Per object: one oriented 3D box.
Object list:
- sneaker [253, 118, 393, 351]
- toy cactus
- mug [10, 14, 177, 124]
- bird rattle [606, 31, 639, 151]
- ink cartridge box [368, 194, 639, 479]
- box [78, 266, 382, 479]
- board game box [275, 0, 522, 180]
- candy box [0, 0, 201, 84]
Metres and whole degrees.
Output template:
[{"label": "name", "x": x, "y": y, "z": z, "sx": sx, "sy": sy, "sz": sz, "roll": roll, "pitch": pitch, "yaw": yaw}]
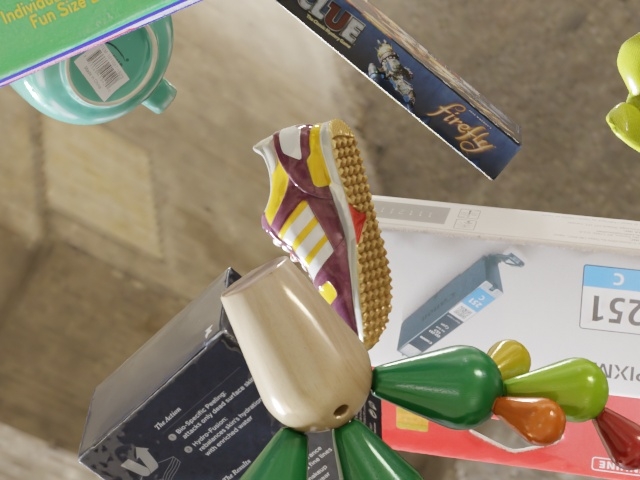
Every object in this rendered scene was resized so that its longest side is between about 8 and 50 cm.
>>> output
[{"label": "sneaker", "x": 0.000, "y": 0.000, "z": 1.323, "sx": 0.084, "sy": 0.069, "sz": 0.185, "roll": -10, "pitch": 90, "yaw": 24}, {"label": "toy cactus", "x": 0.020, "y": 0.088, "z": 0.731, "sx": 0.219, "sy": 0.180, "sz": 0.112, "roll": -30, "pitch": 9, "yaw": 4}, {"label": "mug", "x": -0.163, "y": -0.151, "z": 1.244, "sx": 0.097, "sy": 0.158, "sz": 0.129, "roll": 41, "pitch": 125, "yaw": 47}, {"label": "bird rattle", "x": 0.291, "y": -0.092, "z": 1.006, "sx": 0.143, "sy": 0.253, "sz": 0.207, "roll": -15, "pitch": 66, "yaw": 37}, {"label": "ink cartridge box", "x": 0.166, "y": 0.101, "z": 1.433, "sx": 0.296, "sy": 0.261, "sz": 0.066, "roll": 6, "pitch": 27, "yaw": 13}, {"label": "box", "x": -0.062, "y": 0.132, "z": 1.209, "sx": 0.156, "sy": 0.158, "sz": 0.093, "roll": -41, "pitch": 21, "yaw": 22}, {"label": "board game box", "x": 0.076, "y": -0.155, "z": 1.502, "sx": 0.042, "sy": 0.243, "sz": 0.165, "roll": -50, "pitch": 1, "yaw": 11}, {"label": "candy box", "x": -0.143, "y": -0.227, "z": 0.654, "sx": 0.268, "sy": 0.317, "sz": 0.122, "roll": -23, "pitch": 7, "yaw": 5}]
